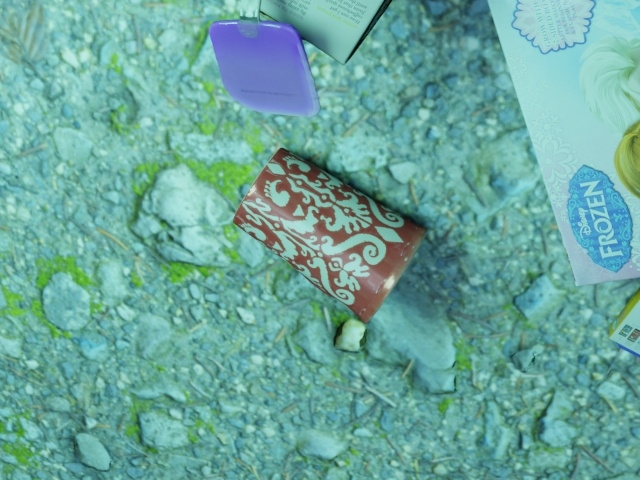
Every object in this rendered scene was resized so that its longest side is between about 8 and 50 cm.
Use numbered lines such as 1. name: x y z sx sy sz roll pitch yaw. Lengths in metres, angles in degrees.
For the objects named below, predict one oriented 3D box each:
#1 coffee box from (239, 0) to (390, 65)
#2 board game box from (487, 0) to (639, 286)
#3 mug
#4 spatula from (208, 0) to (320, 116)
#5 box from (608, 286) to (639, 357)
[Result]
1. coffee box: 0.061 -0.308 0.913 0.119 0.168 0.297 32 125 -2
2. board game box: 0.336 -0.127 0.997 0.318 0.066 0.318 -11 117 25
3. mug: -0.002 0.003 1.172 0.169 0.113 0.150 33 124 0
4. spatula: -0.055 -0.226 0.886 0.084 0.030 0.296 6 122 21
5. box: 0.347 0.074 1.147 0.081 0.028 0.136 27 124 0
